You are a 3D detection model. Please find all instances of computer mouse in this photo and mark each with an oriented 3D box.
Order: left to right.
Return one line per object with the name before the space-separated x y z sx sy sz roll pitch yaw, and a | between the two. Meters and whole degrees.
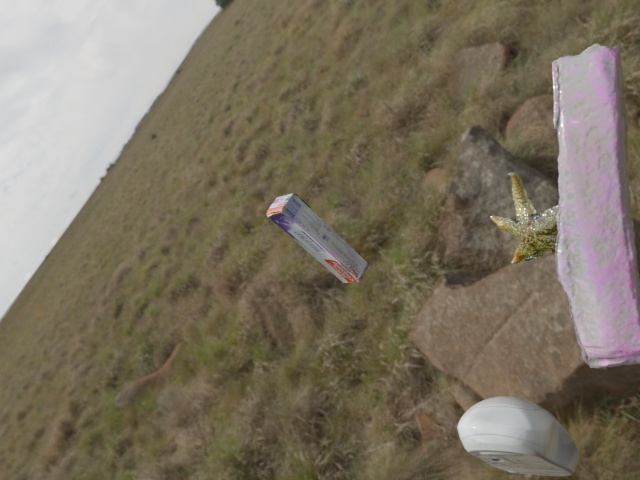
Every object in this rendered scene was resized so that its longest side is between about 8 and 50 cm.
computer mouse | 0.385 0.381 1.017 0.184 0.296 0.121 -19 52 38

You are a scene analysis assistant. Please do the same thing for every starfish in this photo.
starfish | 0.337 -0.033 0.812 0.053 0.176 0.208 -36 9 -26

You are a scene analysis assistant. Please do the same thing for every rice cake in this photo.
rice cake | 0.182 -0.020 0.336 0.047 0.036 0.207 -3 91 48

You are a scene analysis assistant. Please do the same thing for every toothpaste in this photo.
toothpaste | 0.000 0.000 0.836 0.047 0.196 0.040 -9 47 47
